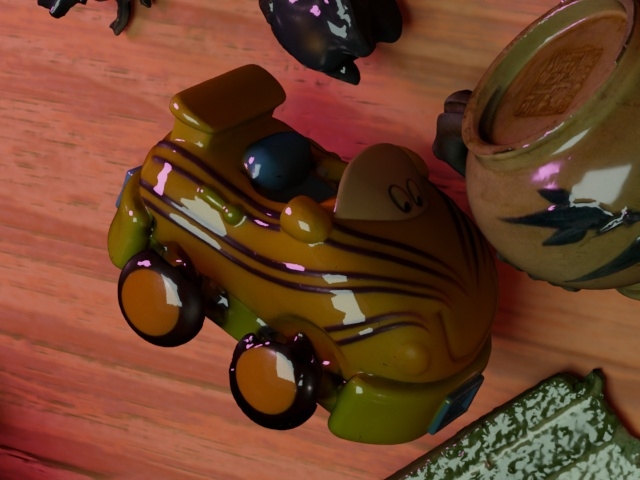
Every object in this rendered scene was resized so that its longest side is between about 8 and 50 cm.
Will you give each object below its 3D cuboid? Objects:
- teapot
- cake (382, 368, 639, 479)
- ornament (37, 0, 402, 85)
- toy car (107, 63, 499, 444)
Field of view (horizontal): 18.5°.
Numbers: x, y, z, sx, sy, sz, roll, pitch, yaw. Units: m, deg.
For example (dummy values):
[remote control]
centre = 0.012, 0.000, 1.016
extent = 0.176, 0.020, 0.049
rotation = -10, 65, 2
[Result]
[teapot]
centre = 0.171, -0.035, 1.078
extent = 0.182, 0.173, 0.269
rotation = 42, 158, -24
[cake]
centre = 0.094, 0.178, 1.232
extent = 0.235, 0.099, 0.100
rotation = -37, 87, 36
[ornament]
centre = -0.077, -0.167, 1.230
extent = 0.236, 0.080, 0.202
rotation = -19, 93, 34
[toy car]
centre = 0.000, 0.000, 1.162
extent = 0.248, 0.200, 0.142
rotation = 33, 121, 16
